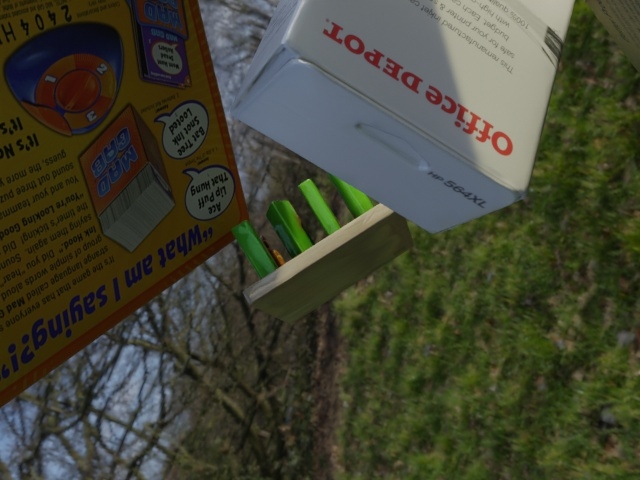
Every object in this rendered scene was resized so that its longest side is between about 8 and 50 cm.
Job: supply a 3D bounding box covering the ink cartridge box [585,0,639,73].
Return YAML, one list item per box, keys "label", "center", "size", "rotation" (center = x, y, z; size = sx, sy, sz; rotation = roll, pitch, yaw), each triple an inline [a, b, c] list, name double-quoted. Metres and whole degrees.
- label: "ink cartridge box"
  center: [0.201, -0.098, 0.308]
  size: [0.088, 0.234, 0.193]
  rotation: [-49, 46, 15]

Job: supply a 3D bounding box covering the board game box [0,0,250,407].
- label: "board game box"
  center: [-0.338, -0.108, 0.666]
  size: [0.356, 0.356, 0.356]
  rotation: [-39, -53, -45]

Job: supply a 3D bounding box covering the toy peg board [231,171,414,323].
- label: "toy peg board"
  center: [0.000, 0.000, 0.742]
  size: [0.161, 0.079, 0.160]
  rotation: [-32, -16, 3]

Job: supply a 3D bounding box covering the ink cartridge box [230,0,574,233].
- label: "ink cartridge box"
  center: [0.057, -0.129, 0.424]
  size: [0.086, 0.148, 0.203]
  rotation: [-27, 37, 60]
